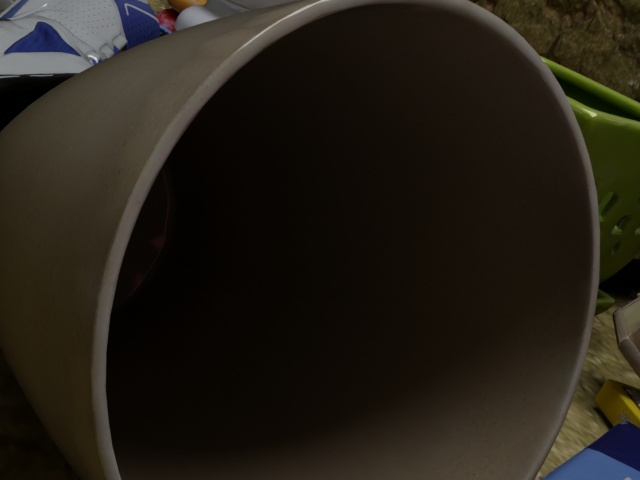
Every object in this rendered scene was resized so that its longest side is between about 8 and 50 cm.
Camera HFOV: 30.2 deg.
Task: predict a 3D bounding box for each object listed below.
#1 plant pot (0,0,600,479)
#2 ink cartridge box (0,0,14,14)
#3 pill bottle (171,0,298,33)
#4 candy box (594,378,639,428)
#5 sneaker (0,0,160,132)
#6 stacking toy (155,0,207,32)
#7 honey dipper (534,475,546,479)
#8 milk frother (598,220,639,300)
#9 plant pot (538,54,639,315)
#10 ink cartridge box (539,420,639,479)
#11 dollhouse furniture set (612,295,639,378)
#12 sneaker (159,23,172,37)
[{"bbox_3d":[-0.058,0.008,0.565,0.256,0.256,0.274,9,5,-40],"label":"plant pot"},{"bbox_3d":[-0.389,-0.258,1.216,0.296,0.066,0.261,35,-5,34],"label":"ink cartridge box"},{"bbox_3d":[-0.082,-0.128,0.982,0.108,0.193,0.108,21,16,-6],"label":"pill bottle"},{"bbox_3d":[0.276,0.167,0.826,0.105,0.027,0.206,22,16,-17],"label":"candy box"},{"bbox_3d":[-0.205,-0.106,0.910,0.182,0.127,0.315,32,25,17],"label":"sneaker"},{"bbox_3d":[-0.090,-0.324,1.398,0.175,0.302,0.166,6,23,-48],"label":"stacking toy"},{"bbox_3d":[0.067,0.132,0.657,0.161,0.030,0.030,16,18,-15],"label":"honey dipper"},{"bbox_3d":[0.354,0.010,1.232,0.143,0.135,0.129,22,47,5],"label":"milk frother"},{"bbox_3d":[0.173,-0.051,1.057,0.228,0.207,0.227,5,24,-47],"label":"plant pot"},{"bbox_3d":[0.132,0.199,0.326,0.270,0.151,0.395,30,16,24],"label":"ink cartridge box"},{"bbox_3d":[0.359,0.121,0.900,0.242,0.161,0.212,55,15,0],"label":"dollhouse furniture set"},{"bbox_3d":[-0.219,-0.228,1.341,0.209,0.069,0.082,26,13,11],"label":"sneaker"}]
